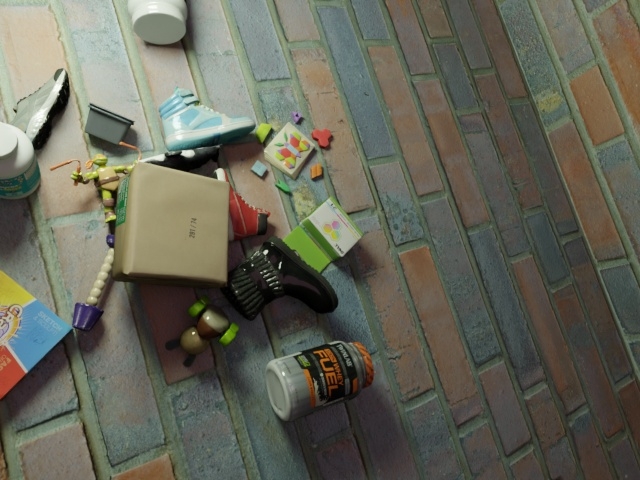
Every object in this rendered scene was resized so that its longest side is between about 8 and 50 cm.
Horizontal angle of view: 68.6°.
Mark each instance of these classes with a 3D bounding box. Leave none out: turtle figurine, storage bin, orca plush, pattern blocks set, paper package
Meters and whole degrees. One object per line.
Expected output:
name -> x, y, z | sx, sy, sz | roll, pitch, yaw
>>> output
turtle figurine -> -0.644, -0.167, 1.403 | 0.269, 0.087, 0.218 | -25, 98, -44
storage bin -> -0.659, -0.357, 1.454 | 0.135, 0.098, 0.091 | 22, 96, -19
orca plush -> -0.438, -0.228, 1.500 | 0.287, 0.151, 0.102 | -24, 99, -51
pattern blocks set -> -0.110, -0.335, 1.737 | 0.285, 0.026, 0.325 | 26, 68, -17
paper package -> -0.435, -0.030, 1.384 | 0.309, 0.168, 0.325 | 10, 73, -39

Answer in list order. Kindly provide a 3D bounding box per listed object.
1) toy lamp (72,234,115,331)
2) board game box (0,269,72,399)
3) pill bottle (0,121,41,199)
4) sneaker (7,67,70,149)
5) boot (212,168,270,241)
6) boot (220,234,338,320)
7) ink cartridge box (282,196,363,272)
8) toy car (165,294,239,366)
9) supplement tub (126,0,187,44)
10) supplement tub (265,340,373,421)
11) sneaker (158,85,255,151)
toy lamp -> -0.630, 0.123, 1.344 | 0.080, 0.080, 0.275 | 24, 67, -18
board game box -> -0.860, 0.220, 1.216 | 0.316, 0.064, 0.242 | 43, 63, -10
pill bottle -> -0.829, -0.212, 1.229 | 0.146, 0.264, 0.146 | 7, 74, -23
sneaker -> -0.825, -0.403, 1.377 | 0.107, 0.100, 0.272 | 23, 68, -13
boot -> -0.263, -0.128, 1.580 | 0.176, 0.088, 0.245 | -13, 91, -28
boot -> -0.135, 0.177, 1.529 | 0.348, 0.131, 0.260 | 42, 56, 2
ink cartridge box -> 0.000, 0.000, 1.663 | 0.189, 0.097, 0.255 | 49, 61, -6
toy car -> -0.370, 0.290, 1.419 | 0.188, 0.149, 0.155 | -45, 95, 2
supplement tub -> -0.547, -0.825, 1.563 | 0.191, 0.191, 0.273 | -4, 79, -26
supplement tub -> 0.000, 0.436, 1.494 | 0.315, 0.193, 0.194 | -11, 82, -28
sneaker -> -0.386, -0.428, 1.575 | 0.318, 0.127, 0.208 | -19, 87, -29
